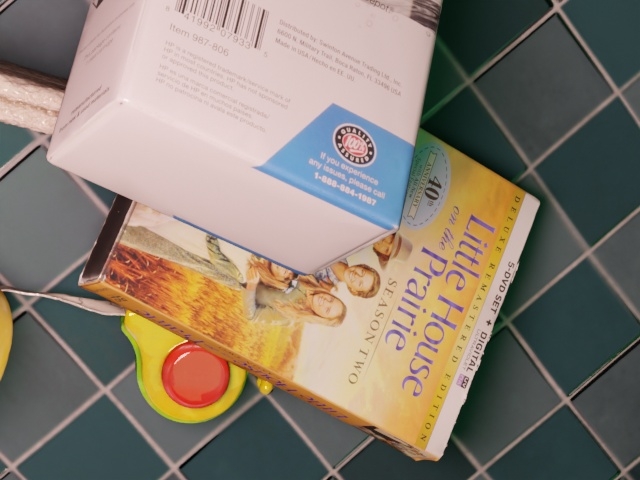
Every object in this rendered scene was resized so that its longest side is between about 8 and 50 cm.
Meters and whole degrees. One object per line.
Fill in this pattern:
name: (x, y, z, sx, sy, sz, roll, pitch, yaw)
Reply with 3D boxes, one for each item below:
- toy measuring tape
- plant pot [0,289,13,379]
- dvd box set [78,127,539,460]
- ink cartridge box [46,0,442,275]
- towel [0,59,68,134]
toy measuring tape: (-0.193, 0.118, 2.016, 0.330, 0.121, 0.121, 9, 104, -11)
plant pot: (-0.429, 0.074, 1.858, 0.239, 0.254, 0.254, 26, 98, -39)
dvd box set: (0.000, 0.000, 2.004, 0.420, 0.062, 0.308, 30, 74, -24)
ink cartridge box: (-0.050, -0.210, 1.818, 0.285, 0.166, 0.395, 25, 61, -24)
towel: (-0.301, -0.139, 1.851, 0.282, 0.187, 0.049, 15, 97, -21)
